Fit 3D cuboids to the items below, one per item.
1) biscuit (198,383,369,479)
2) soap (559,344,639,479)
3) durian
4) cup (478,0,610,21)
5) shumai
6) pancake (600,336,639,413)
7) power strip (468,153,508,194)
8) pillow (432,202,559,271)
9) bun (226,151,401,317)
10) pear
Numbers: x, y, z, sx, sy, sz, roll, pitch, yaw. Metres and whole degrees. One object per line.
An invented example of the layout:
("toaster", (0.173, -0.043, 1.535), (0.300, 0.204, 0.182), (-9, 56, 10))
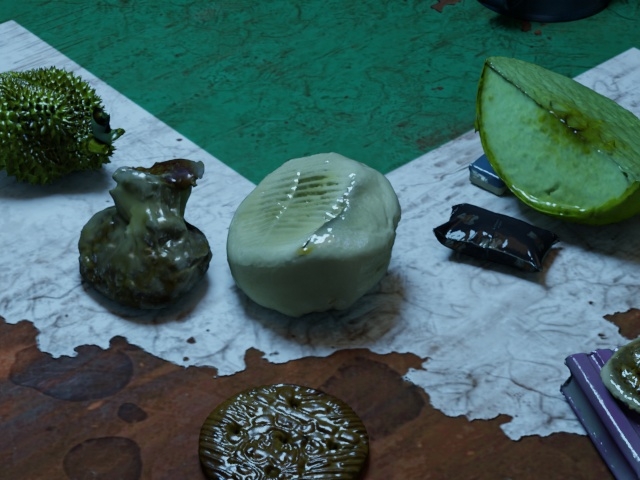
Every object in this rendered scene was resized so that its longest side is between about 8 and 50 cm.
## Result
("biscuit", (-0.041, 0.220, 1.724), (0.187, 0.027, 0.188), (1, 38, -1))
("soap", (0.358, 0.201, 1.730), (0.122, 0.066, 0.203), (-8, 38, -14))
("durian", (-0.365, -0.152, 2.115), (0.198, 0.146, 0.159), (8, 33, -13))
("cup", (0.338, -0.525, 2.505), (0.307, 0.292, 0.242), (-16, 41, -24))
("shumai", (-0.217, -0.022, 1.944), (0.161, 0.153, 0.209), (-3, 34, -18))
("pancake", (0.382, 0.151, 1.722), (0.151, 0.025, 0.152), (3, 35, -2))
("power strip", (0.255, -0.107, 2.162), (0.056, 0.032, 0.123), (25, 44, 29))
("pillow", (0.223, -0.003, 2.011), (0.150, 0.048, 0.090), (18, 48, 14))
("bun", (0.000, 0.000, 1.933), (0.229, 0.145, 0.229), (-27, 34, 20))
("pear", (0.347, -0.120, 2.104), (0.288, 0.139, 0.239), (42, 35, 25))
